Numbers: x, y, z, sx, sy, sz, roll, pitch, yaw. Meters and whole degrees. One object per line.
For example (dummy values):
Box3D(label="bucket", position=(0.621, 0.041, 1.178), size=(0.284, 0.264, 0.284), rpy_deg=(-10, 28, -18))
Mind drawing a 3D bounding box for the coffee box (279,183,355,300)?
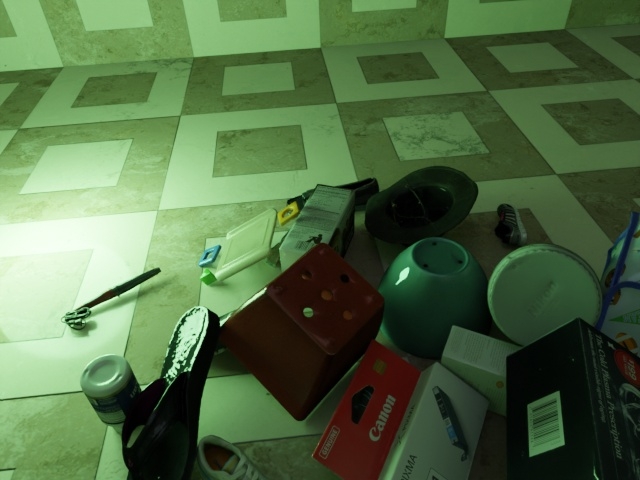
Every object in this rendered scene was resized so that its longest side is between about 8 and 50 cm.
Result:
Box3D(label="coffee box", position=(0.000, 0.000, 1.380), size=(0.119, 0.168, 0.297), rpy_deg=(11, 42, 15))

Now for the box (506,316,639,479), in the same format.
Box3D(label="box", position=(0.481, 0.361, 0.823), size=(0.312, 0.179, 0.343), rpy_deg=(32, 43, -11))

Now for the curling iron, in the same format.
Box3D(label="curling iron", position=(-0.543, 0.148, 1.341), size=(0.274, 0.035, 0.068), rpy_deg=(-33, 53, -29))

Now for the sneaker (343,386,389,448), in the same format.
Box3D(label="sneaker", position=(0.095, 0.359, 1.033), size=(0.106, 0.101, 0.267), rpy_deg=(26, 47, 3))

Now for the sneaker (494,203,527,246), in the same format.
Box3D(label="sneaker", position=(0.540, -0.049, 1.483), size=(0.075, 0.063, 0.170), rpy_deg=(0, 45, -6))

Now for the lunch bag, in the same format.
Box3D(label="lunch bag", position=(0.778, 0.165, 1.104), size=(0.328, 0.239, 0.385), rpy_deg=(22, 62, 25))

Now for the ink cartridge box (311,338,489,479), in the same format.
Box3D(label="ink cartridge box", position=(0.163, 0.352, 0.959), size=(0.261, 0.066, 0.296), rpy_deg=(36, 48, 1))

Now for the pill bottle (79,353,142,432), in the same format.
Box3D(label="pill bottle", position=(-0.413, 0.317, 1.033), size=(0.094, 0.169, 0.094), rpy_deg=(-1, 41, 1))

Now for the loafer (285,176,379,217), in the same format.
Box3D(label="loafer", position=(0.037, -0.144, 1.598), size=(0.302, 0.095, 0.109), rpy_deg=(-8, 41, -6))

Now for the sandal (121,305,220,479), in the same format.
Box3D(label="sandal", position=(-0.313, 0.324, 0.993), size=(0.167, 0.107, 0.446), rpy_deg=(-24, 44, 32))

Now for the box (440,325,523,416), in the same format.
Box3D(label="box", position=(0.342, 0.275, 1.068), size=(0.170, 0.130, 0.091), rpy_deg=(16, 44, 20))

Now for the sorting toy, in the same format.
Box3D(label="sorting toy", position=(-0.189, 0.015, 1.378), size=(0.347, 0.047, 0.196), rpy_deg=(-28, 32, 20))

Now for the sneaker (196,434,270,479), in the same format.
Box3D(label="sneaker", position=(-0.143, 0.446, 0.927), size=(0.228, 0.092, 0.087), rpy_deg=(24, 46, 26))

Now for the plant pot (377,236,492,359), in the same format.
Box3D(label="plant pot", position=(0.275, 0.108, 1.218), size=(0.290, 0.195, 0.290), rpy_deg=(-2, 40, 2))

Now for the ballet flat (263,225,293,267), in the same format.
Box3D(label="ballet flat", position=(-0.101, 0.019, 1.464), size=(0.052, 0.057, 0.168), rpy_deg=(39, 55, 4))

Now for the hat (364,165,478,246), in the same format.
Box3D(label="hat", position=(0.297, -0.065, 1.464), size=(0.331, 0.134, 0.331), rpy_deg=(-17, 37, 13))

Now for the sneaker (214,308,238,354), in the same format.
Box3D(label="sneaker", position=(-0.220, 0.209, 1.196), size=(0.234, 0.106, 0.078), rpy_deg=(-6, 40, -3))

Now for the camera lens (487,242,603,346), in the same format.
Box3D(label="camera lens", position=(0.486, 0.116, 1.112), size=(0.219, 0.219, 0.274), rpy_deg=(18, 7, 22))

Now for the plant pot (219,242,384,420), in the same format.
Box3D(label="plant pot", position=(-0.021, 0.165, 1.069), size=(0.267, 0.236, 0.267), rpy_deg=(43, 55, 11))
